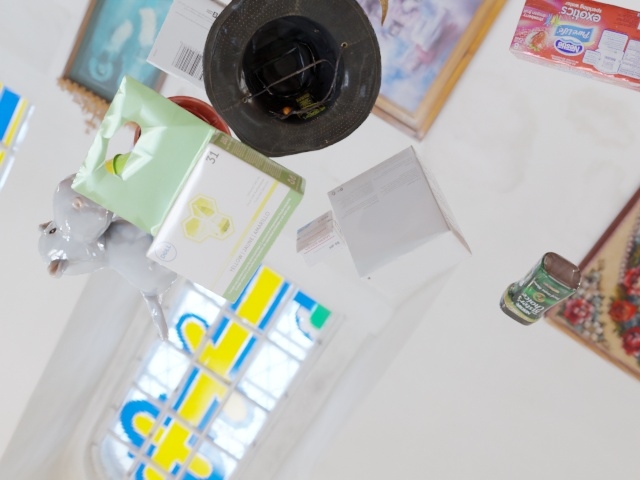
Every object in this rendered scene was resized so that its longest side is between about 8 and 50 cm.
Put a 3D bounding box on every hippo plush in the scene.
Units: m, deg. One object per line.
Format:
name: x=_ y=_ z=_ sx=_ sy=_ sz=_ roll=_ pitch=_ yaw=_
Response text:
hippo plush: x=-0.356 y=-0.021 z=1.350 sx=0.236 sy=0.294 sz=0.234 roll=8 pitch=-151 yaw=-24

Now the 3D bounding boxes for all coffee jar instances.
coffee jar: x=0.461 y=0.107 z=1.672 sx=0.096 sy=0.184 sz=0.079 roll=31 pitch=-128 yaw=-1

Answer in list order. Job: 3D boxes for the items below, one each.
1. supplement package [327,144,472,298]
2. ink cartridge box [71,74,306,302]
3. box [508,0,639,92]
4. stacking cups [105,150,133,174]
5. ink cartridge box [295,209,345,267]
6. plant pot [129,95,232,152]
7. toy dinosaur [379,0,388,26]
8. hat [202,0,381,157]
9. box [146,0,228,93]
supplement package: x=0.153 y=-0.032 z=1.528 sx=0.149 sy=0.194 sz=0.203 roll=37 pitch=-151 yaw=-57
ink cartridge box: x=-0.157 y=-0.054 z=0.902 sx=0.235 sy=0.171 sz=0.056 roll=29 pitch=-154 yaw=-11
box: x=0.507 y=-0.382 z=1.503 sx=0.257 sy=0.128 sz=0.122 roll=21 pitch=-170 yaw=20
stacking cups: x=-0.406 y=-0.192 z=1.932 sx=0.096 sy=0.316 sz=0.096 roll=46 pitch=-144 yaw=-50
ink cartridge box: x=0.000 y=0.000 z=1.871 sx=0.060 sy=0.104 sz=0.180 roll=56 pitch=-170 yaw=-16
plant pot: x=-0.414 y=-0.243 z=2.215 sx=0.272 sy=0.272 sz=0.265 roll=24 pitch=167 yaw=-22
toy dinosaur: x=0.151 y=-0.617 z=1.928 sx=0.112 sy=0.064 sz=0.211 roll=-16 pitch=-91 yaw=-30
hat: x=-0.056 y=-0.313 z=1.360 sx=0.331 sy=0.331 sz=0.134 roll=20 pitch=-153 yaw=-31
box: x=-0.245 y=-0.424 z=1.695 sx=0.181 sy=0.182 sz=0.119 roll=28 pitch=-165 yaw=-5
